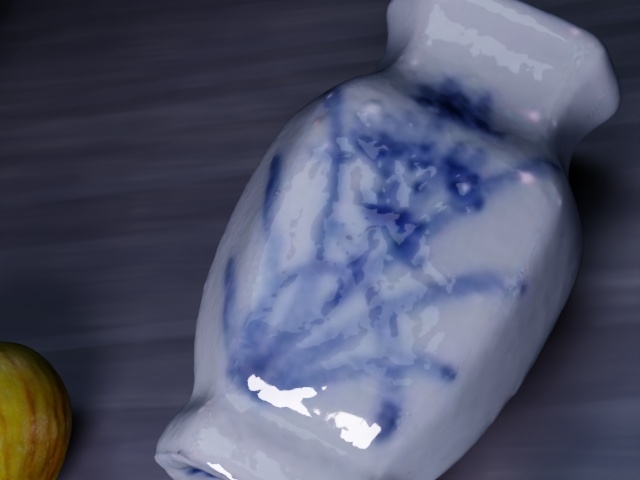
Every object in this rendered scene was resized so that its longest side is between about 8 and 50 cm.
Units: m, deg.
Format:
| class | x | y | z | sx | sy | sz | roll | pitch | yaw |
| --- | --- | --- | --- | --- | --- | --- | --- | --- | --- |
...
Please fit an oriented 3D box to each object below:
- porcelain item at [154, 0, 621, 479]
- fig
| class | x | y | z | sx | sy | sz | roll | pitch | yaw |
| --- | --- | --- | --- | --- | --- | --- | --- | --- | --- |
| porcelain item | 0.051 | 0.016 | 1.071 | 0.242 | 0.178 | 0.405 | 26 | 69 | 7 |
| fig | -0.251 | 0.167 | 1.154 | 0.148 | 0.186 | 0.142 | -7 | 14 | 33 |
